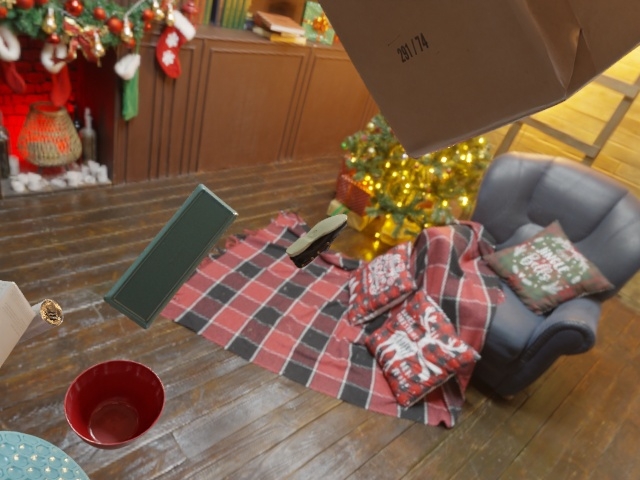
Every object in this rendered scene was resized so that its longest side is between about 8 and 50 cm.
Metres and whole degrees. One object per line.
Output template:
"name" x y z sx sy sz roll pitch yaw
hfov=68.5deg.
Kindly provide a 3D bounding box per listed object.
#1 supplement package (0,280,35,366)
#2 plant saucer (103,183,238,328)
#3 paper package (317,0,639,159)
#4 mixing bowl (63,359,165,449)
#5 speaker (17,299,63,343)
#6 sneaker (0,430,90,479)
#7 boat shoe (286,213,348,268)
"supplement package" -0.575 0.157 0.759 0.105 0.105 0.179 11 49 2
"plant saucer" -0.187 0.018 0.605 0.067 0.192 0.018 40 -14 -15
"paper package" 0.153 -0.280 0.532 0.168 0.310 0.325 -35 9 -11
"mixing bowl" -0.409 0.342 0.939 0.181 0.098 0.182 14 38 -11
"speaker" -0.566 0.163 0.900 0.136 0.055 0.055 -24 34 10
"sneaker" -0.238 0.207 0.153 0.127 0.208 0.319 38 2 16
"boat shoe" -0.001 -0.001 0.868 0.133 0.042 0.049 -38 30 -14
